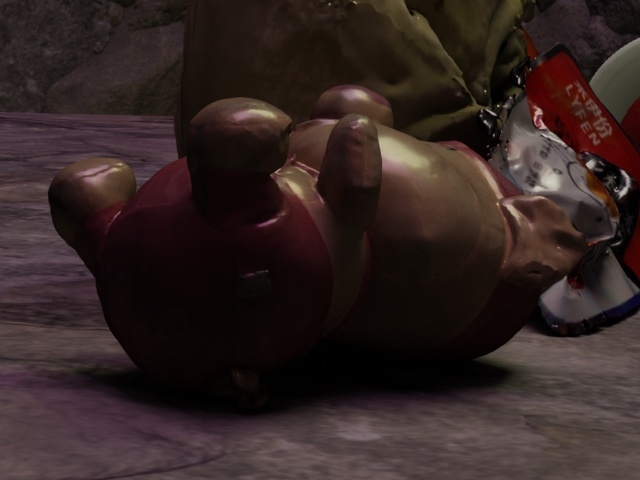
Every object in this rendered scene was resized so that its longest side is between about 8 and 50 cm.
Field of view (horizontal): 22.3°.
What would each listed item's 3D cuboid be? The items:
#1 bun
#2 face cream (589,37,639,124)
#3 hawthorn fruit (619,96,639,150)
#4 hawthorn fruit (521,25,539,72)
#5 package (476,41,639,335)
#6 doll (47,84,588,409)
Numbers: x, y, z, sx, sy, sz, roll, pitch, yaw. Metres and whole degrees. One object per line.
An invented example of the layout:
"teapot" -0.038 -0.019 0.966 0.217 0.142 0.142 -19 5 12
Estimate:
"bun" 0.024 -0.129 1.152 0.234 0.362 0.326 10 53 16
"face cream" 0.359 -0.099 1.529 0.201 0.201 0.187 6 9 26
"hawthorn fruit" 0.306 -0.049 1.317 0.169 0.169 0.188 3 11 3
"hawthorn fruit" 0.113 -0.174 1.799 0.284 0.284 0.284 3 7 0
"package" 0.172 -0.030 1.109 0.071 0.194 0.269 -18 9 24
"doll" 0.001 -0.004 0.852 0.256 0.152 0.196 2 19 -42
